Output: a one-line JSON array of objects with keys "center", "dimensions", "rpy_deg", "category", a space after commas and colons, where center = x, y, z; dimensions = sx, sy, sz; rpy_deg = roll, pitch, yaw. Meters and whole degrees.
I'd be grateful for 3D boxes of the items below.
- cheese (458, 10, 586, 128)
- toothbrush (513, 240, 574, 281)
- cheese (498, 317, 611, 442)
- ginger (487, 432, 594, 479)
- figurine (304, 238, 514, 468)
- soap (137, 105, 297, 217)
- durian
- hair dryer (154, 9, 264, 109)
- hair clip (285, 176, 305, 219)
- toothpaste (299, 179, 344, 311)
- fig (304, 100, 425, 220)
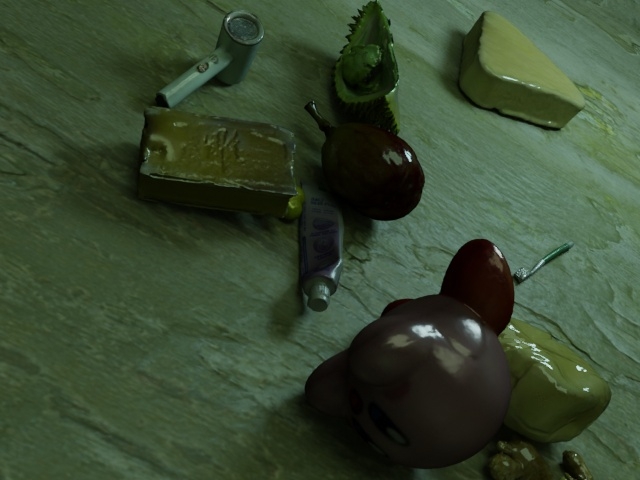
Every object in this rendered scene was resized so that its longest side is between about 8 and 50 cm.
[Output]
[{"center": [0.535, -0.424, 1.915], "dimensions": [0.383, 0.104, 0.384], "rpy_deg": [21, 42, -20], "category": "cheese"}, {"center": [0.457, 0.039, 1.473], "dimensions": [0.257, 0.018, 0.024], "rpy_deg": [-20, 59, -46], "category": "toothbrush"}, {"center": [0.326, 0.205, 1.120], "dimensions": [0.226, 0.117, 0.214], "rpy_deg": [10, 30, -44], "category": "cheese"}, {"center": [0.342, 0.351, 1.054], "dimensions": [0.193, 0.053, 0.176], "rpy_deg": [-10, 53, -44], "category": "ginger"}, {"center": [0.145, 0.174, 0.940], "dimensions": [0.211, 0.270, 0.261], "rpy_deg": [50, 49, 7], "category": "figurine"}, {"center": [-0.152, -0.117, 1.082], "dimensions": [0.233, 0.076, 0.135], "rpy_deg": [8, 55, -19], "category": "soap"}, {"center": [0.120, -0.342, 1.471], "dimensions": [0.157, 0.169, 0.356], "rpy_deg": [17, 48, -24], "category": "durian"}, {"center": [-0.194, -0.283, 1.241], "dimensions": [0.073, 0.131, 0.236], "rpy_deg": [40, 58, 0], "category": "hair dryer"}, {"center": [-0.080, -0.107, 1.184], "dimensions": [0.072, 0.046, 0.173], "rpy_deg": [-17, 65, -35], "category": "hair clip"}, {"center": [0.000, 0.000, 1.144], "dimensions": [0.075, 0.048, 0.301], "rpy_deg": [2, 38, 0], "category": "toothpaste"}, {"center": [0.057, -0.150, 1.259], "dimensions": [0.274, 0.145, 0.170], "rpy_deg": [47, 3, 29], "category": "fig"}]
